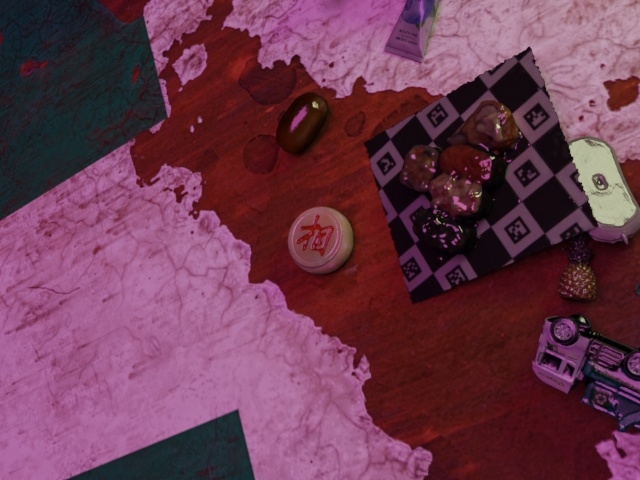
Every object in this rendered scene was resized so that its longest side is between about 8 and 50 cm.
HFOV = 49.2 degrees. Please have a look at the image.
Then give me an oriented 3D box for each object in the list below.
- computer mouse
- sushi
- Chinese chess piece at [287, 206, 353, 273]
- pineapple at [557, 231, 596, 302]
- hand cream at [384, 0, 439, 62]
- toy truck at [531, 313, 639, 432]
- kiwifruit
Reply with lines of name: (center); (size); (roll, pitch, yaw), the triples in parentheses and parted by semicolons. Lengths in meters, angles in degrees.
computer mouse: (0.413, -0.068, 1.035); (0.089, 0.056, 0.181); (-19, 65, 4)
sushi: (0.216, -0.101, 1.106); (0.339, 0.069, 0.320); (-26, 67, 34)
Chinese chess piece: (0.000, 0.000, 1.247); (0.122, 0.051, 0.122); (-7, 74, 27)
pineapple: (0.385, 0.029, 1.031); (0.058, 0.058, 0.124); (5, 79, 29)
hand cream: (0.173, -0.401, 1.260); (0.084, 0.053, 0.142); (28, 102, 30)
toy truck: (0.400, 0.187, 0.956); (0.216, 0.110, 0.116); (24, 101, 30)
kiwifruit: (-0.036, -0.221, 1.311); (0.075, 0.075, 0.124); (42, 102, 30)
